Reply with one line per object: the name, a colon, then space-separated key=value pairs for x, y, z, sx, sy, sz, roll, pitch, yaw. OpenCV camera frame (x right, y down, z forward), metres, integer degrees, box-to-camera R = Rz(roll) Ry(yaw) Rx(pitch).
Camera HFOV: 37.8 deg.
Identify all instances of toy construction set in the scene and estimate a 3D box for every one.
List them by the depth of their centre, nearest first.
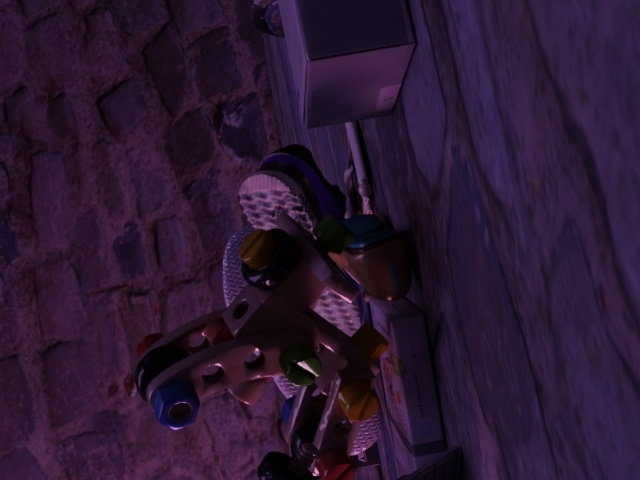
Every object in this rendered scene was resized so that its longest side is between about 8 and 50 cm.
toy construction set: x=-0.020 y=0.089 z=0.938 sx=0.237 sy=0.257 sz=0.309 roll=-56 pitch=9 yaw=6

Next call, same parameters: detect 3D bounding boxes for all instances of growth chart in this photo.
growth chart: x=0.048 y=-0.056 z=1.216 sx=0.237 sy=0.021 sz=0.172 roll=86 pitch=174 yaw=-50

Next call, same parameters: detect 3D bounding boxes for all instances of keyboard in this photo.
keyboard: x=0.105 y=0.288 z=0.936 sx=0.014 sy=0.072 sz=0.256 roll=54 pitch=160 yaw=38

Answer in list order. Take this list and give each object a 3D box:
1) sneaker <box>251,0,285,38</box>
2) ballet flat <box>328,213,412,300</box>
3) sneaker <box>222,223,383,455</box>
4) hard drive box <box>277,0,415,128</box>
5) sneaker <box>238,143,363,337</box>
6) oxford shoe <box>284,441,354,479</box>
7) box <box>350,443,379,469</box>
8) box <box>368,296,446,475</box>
sneaker: x=-0.023 y=-0.339 z=1.082 sx=0.297 sy=0.111 sz=0.129 roll=99 pitch=176 yaw=-67
ballet flat: x=0.049 y=0.021 z=1.011 sx=0.232 sy=0.080 sz=0.073 roll=-124 pitch=13 yaw=-81
sneaker: x=-0.026 y=0.137 z=1.415 sx=0.365 sy=0.137 sz=0.210 roll=60 pitch=-175 yaw=-4
hard drive box: x=0.007 y=-0.238 z=0.824 sx=0.181 sy=0.089 sz=0.232 roll=102 pitch=158 yaw=-80
sneaker: x=0.001 y=0.000 z=1.243 sx=0.146 sy=0.102 sz=0.293 roll=-64 pitch=-40 yaw=-49
oxford shoe: x=0.026 y=0.487 z=1.681 sx=0.363 sy=0.130 sz=0.132 roll=53 pitch=169 yaw=35
box: x=0.048 y=0.282 z=1.792 sx=0.216 sy=0.060 sz=0.270 roll=166 pitch=94 yaw=-86
box: x=0.094 y=0.158 z=0.990 sx=0.145 sy=0.038 sz=0.186 roll=-136 pitch=37 yaw=-82
